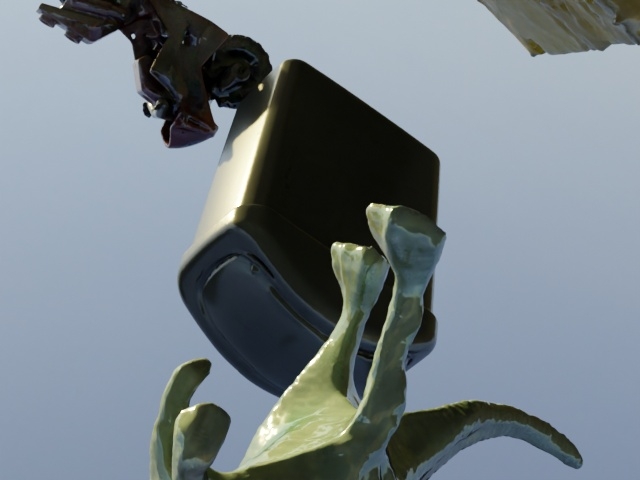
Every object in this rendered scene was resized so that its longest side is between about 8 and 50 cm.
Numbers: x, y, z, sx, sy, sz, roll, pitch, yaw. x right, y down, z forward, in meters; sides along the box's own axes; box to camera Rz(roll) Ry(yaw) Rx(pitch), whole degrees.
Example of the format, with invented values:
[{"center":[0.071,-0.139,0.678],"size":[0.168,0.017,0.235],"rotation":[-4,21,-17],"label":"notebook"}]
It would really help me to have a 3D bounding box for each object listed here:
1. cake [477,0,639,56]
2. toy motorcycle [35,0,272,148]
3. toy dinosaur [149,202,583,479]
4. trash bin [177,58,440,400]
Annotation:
[{"center":[0.182,-0.285,1.030],"size":[0.227,0.222,0.286],"rotation":[43,175,-12],"label":"cake"},{"center":[-0.150,-0.162,1.197],"size":[0.213,0.122,0.082],"rotation":[32,169,-16],"label":"toy motorcycle"},{"center":[0.014,0.089,0.615],"size":[0.092,0.206,0.393],"rotation":[15,179,29],"label":"toy dinosaur"},{"center":[0.000,0.000,0.989],"size":[0.176,0.101,0.236],"rotation":[32,-139,-20],"label":"trash bin"}]
